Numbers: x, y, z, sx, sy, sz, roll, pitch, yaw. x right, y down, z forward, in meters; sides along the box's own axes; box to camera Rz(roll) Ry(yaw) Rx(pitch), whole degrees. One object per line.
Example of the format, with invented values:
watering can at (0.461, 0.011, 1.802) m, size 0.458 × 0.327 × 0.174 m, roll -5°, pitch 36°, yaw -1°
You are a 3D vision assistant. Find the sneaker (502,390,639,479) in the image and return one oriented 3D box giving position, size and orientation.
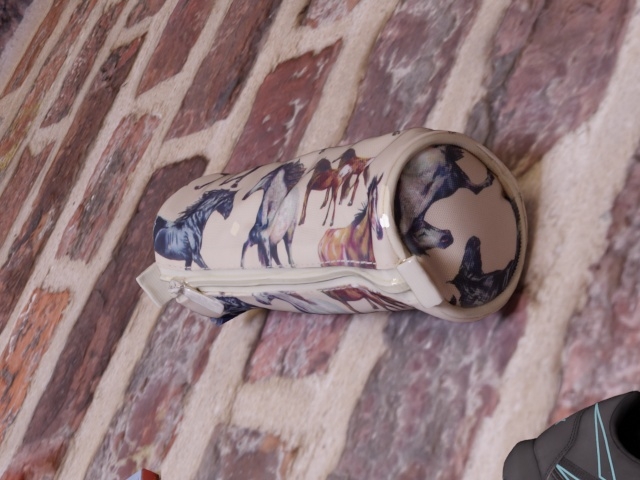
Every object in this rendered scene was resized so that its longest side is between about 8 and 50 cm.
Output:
sneaker at (0.188, 0.194, 0.584) m, size 0.106 × 0.101 × 0.267 m, roll -42°, pitch 34°, yaw 18°

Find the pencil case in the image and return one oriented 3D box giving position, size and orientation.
pencil case at (0.000, 0.000, 0.958) m, size 0.410 × 0.160 × 0.183 m, roll -5°, pitch 41°, yaw 52°

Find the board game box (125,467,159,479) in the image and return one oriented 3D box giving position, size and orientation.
board game box at (-0.226, 0.387, 1.043) m, size 0.145 × 0.027 × 0.281 m, roll -36°, pitch 36°, yaw 27°
